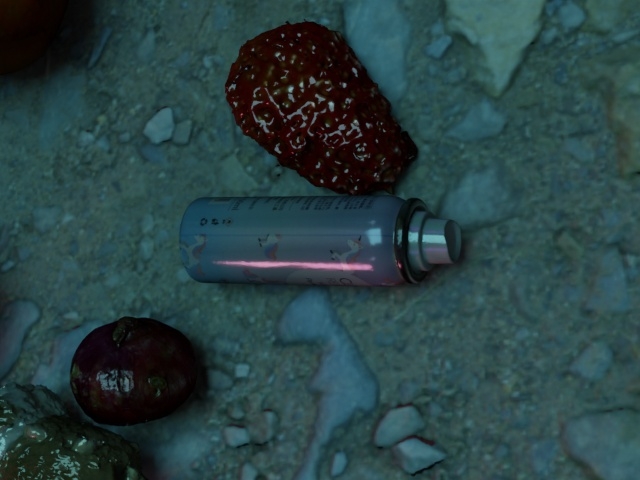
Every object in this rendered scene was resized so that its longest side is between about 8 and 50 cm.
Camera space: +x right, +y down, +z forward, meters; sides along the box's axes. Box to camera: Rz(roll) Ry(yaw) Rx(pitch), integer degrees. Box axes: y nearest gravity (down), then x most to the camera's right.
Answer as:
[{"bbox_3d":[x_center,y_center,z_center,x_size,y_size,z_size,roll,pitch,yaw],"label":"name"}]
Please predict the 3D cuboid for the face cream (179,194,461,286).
[{"bbox_3d":[0.000,0.000,1.007,0.229,0.075,0.075,0,76,26],"label":"face cream"}]

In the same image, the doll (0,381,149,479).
[{"bbox_3d":[-0.205,0.194,1.034,0.221,0.105,0.115,16,82,28],"label":"doll"}]

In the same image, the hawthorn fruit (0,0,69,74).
[{"bbox_3d":[-0.366,-0.252,1.185,0.299,0.211,0.211,-6,73,38],"label":"hawthorn fruit"}]

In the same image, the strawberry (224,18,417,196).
[{"bbox_3d":[-0.003,-0.117,1.038,0.188,0.082,0.121,40,92,31],"label":"strawberry"}]

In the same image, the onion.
[{"bbox_3d":[-0.156,0.106,1.037,0.107,0.097,0.107,0,37,0],"label":"onion"}]
